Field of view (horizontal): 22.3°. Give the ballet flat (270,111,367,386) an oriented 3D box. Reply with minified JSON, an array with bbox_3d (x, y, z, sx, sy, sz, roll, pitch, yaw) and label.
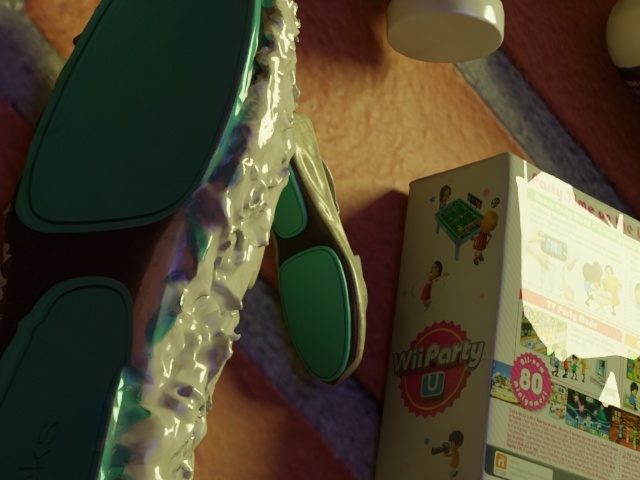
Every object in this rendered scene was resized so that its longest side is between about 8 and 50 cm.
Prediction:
[{"bbox_3d":[0.000,0.000,0.955,0.052,0.057,0.168,-13,86,-52],"label":"ballet flat"}]

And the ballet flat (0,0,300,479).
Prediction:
[{"bbox_3d":[-0.096,0.032,0.835,0.147,0.147,0.409,32,62,-30],"label":"ballet flat"}]

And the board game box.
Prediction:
[{"bbox_3d":[0.149,0.128,1.017,0.224,0.097,0.303,24,64,-35],"label":"board game box"}]

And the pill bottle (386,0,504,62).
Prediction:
[{"bbox_3d":[0.082,-0.214,1.055,0.103,0.103,0.184,16,67,-37],"label":"pill bottle"}]

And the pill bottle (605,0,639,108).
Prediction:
[{"bbox_3d":[0.314,-0.128,1.185,0.169,0.169,0.301,-45,107,-39],"label":"pill bottle"}]
